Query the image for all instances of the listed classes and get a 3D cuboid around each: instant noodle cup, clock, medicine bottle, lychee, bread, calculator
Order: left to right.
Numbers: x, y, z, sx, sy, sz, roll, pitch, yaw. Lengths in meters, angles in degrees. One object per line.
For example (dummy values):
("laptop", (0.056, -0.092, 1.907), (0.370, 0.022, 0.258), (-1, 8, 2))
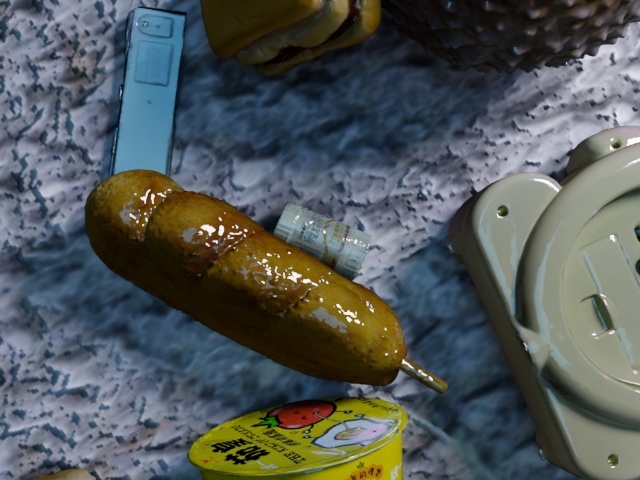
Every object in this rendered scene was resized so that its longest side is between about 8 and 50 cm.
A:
("calculator", (-0.158, -0.128, 0.835), (0.057, 0.018, 0.172), (5, 85, -2))
("bread", (-0.044, 0.043, 0.786), (0.343, 0.124, 0.084), (27, 61, 1))
("bread", (-0.031, -0.209, 0.762), (0.077, 0.200, 0.116), (-2, 89, -33))
("instant noodle cup", (-0.006, 0.223, 0.749), (0.182, 0.182, 0.144), (-11, 96, -4))
("medicine bottle", (0.000, 0.000, 0.821), (0.083, 0.047, 0.047), (23, 85, -1))
("lychee", (0.166, -0.286, 0.736), (0.299, 0.300, 0.300), (0, 86, -4))
("clock", (0.298, 0.037, 0.810), (0.309, 0.114, 0.284), (-23, 86, -7))

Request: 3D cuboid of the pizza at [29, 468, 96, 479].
("pizza", (-0.280, 0.381, 0.762), (0.434, 0.080, 0.392), (10, 85, -4))
